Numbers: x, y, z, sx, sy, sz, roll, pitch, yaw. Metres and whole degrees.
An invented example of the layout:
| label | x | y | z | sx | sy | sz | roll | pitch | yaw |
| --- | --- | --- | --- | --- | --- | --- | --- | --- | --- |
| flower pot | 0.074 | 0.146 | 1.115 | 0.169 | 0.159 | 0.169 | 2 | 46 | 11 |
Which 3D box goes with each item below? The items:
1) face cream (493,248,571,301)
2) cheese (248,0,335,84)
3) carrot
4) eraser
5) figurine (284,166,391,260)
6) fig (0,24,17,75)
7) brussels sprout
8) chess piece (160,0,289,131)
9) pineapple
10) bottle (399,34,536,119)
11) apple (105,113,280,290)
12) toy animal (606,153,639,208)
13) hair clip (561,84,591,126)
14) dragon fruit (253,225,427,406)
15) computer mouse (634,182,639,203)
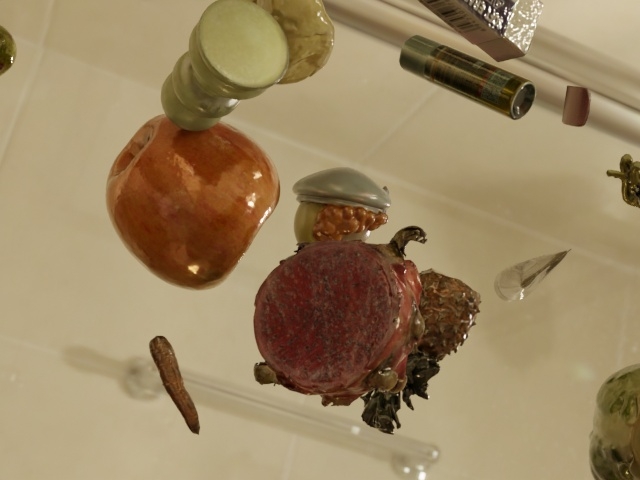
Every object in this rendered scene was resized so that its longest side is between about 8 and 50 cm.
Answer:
| label | x | y | z | sx | sy | sz | roll | pitch | yaw |
| --- | --- | --- | --- | --- | --- | --- | --- | --- | --- |
| face cream | 0.469 | 0.083 | 2.346 | 0.137 | 0.084 | 0.341 | -35 | 174 | -8 |
| cheese | -0.061 | -0.366 | 1.641 | 0.226 | 0.117 | 0.214 | 115 | -44 | -64 |
| carrot | -0.220 | 0.220 | 1.568 | 0.165 | 0.036 | 0.035 | 67 | -25 | 8 |
| eraser | 0.262 | -0.439 | 1.818 | 0.086 | 0.287 | 0.130 | -2 | -117 | 53 |
| figurine | -0.018 | 0.006 | 2.213 | 0.382 | 0.205 | 0.224 | -54 | 159 | 16 |
| fig | -0.548 | -0.347 | 1.714 | 0.093 | 0.093 | 0.166 | 129 | -40 | -53 |
| brussels sprout | 0.645 | 0.377 | 1.913 | 0.315 | 0.371 | 0.276 | 31 | -92 | 38 |
| chess piece | -0.164 | -0.245 | 1.575 | 0.251 | 0.144 | 0.144 | -33 | -141 | 56 |
| pineapple | 0.168 | 0.206 | 1.889 | 0.170 | 0.141 | 0.310 | 21 | -101 | 53 |
| bottle | 0.281 | -0.322 | 2.015 | 0.286 | 0.082 | 0.082 | 32 | -75 | 35 |
| apple | -0.223 | -0.074 | 1.749 | 0.299 | 0.275 | 0.299 | -50 | -170 | 12 |
| toy animal | 0.590 | -0.090 | 1.784 | 0.073 | 0.181 | 0.136 | -90 | 165 | -61 |
| hair clip | 0.349 | -0.186 | 1.425 | 0.137 | 0.022 | 0.054 | -73 | 170 | -79 |
| dragon fruit | 0.044 | 0.099 | 1.321 | 0.282 | 0.211 | 0.147 | -43 | 154 | 5 |
| computer mouse | 0.610 | -0.031 | 1.671 | 0.077 | 0.242 | 0.146 | -60 | -166 | -7 |
